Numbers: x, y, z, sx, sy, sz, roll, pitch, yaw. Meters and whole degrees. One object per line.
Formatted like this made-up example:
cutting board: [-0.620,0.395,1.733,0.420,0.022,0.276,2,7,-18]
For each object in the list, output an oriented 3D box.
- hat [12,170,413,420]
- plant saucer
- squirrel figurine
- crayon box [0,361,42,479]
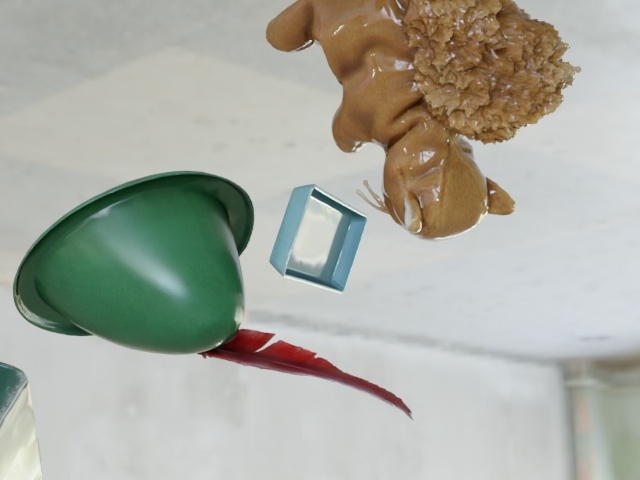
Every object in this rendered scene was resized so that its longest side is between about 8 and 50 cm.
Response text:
hat: [-0.085,0.071,1.059,0.208,0.183,0.173,-30,150,3]
plant saucer: [0.000,0.000,1.143,0.018,0.067,0.192,18,179,15]
squirrel figurine: [0.158,-0.196,2.142,0.281,0.370,0.397,-5,166,-34]
crayon box: [-0.297,0.099,0.598,0.318,0.202,0.081,16,140,11]
